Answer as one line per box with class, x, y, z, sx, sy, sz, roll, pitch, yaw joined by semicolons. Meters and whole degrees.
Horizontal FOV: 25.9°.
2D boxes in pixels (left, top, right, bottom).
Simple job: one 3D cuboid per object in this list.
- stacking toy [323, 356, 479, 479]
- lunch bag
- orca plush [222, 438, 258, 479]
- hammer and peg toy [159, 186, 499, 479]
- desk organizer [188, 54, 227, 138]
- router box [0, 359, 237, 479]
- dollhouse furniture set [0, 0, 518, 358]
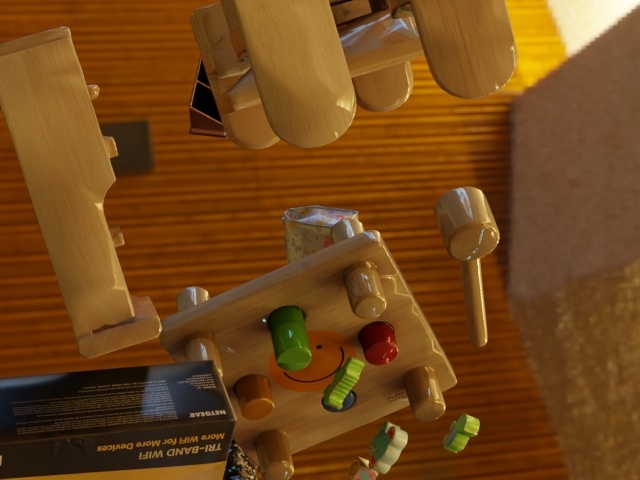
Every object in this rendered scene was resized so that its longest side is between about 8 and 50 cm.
stacking toy;0.050;0.250;1.484;0.221;0.167;0.052;-60;-161;15
lunch bag;0.000;0.000;1.546;0.053;0.083;0.071;-49;139;-55
orca plush;-0.133;0.263;1.895;0.102;0.151;0.287;-50;-155;12
hammer and peg toy;0.043;0.107;1.482;0.127;0.361;0.266;-105;169;-48
desk organizer;-0.126;-0.191;1.677;0.050;0.047;0.130;93;4;-56
router box;-0.248;0.229;1.237;0.081;0.309;0.243;-116;-149;-44
dollhouse furniture set;-0.051;-0.089;1.184;0.362;0.394;0.256;-160;-127;-80
